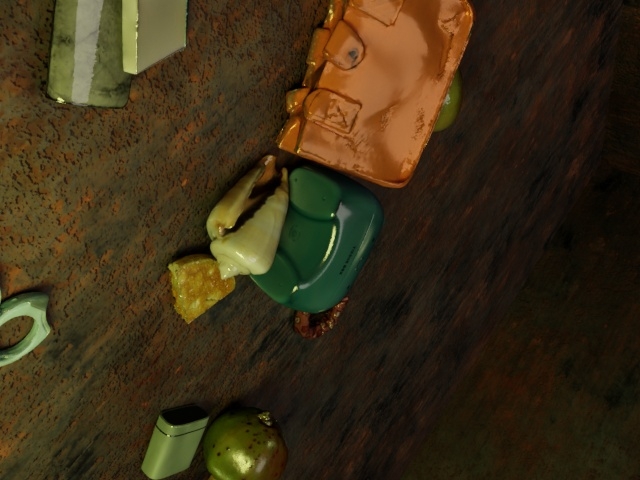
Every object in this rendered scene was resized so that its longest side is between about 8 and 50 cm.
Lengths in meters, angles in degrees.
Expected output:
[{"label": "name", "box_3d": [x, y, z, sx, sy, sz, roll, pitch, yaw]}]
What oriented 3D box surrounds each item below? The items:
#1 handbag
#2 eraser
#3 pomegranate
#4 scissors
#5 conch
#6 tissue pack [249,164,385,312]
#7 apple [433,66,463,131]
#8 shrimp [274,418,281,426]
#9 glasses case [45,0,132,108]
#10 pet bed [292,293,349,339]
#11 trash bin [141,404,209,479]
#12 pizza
[{"label": "handbag", "box_3d": [0.113, -0.326, 1.128, 0.303, 0.116, 0.410, 16, 100, -34]}, {"label": "eraser", "box_3d": [-0.221, -0.295, 0.781, 0.150, 0.023, 0.104, -65, 170, -55]}, {"label": "pomegranate", "box_3d": [-0.187, 0.498, 1.306, 0.246, 0.198, 0.198, -46, 144, -26]}, {"label": "scissors", "box_3d": [-0.523, 0.204, 0.779, 0.360, 0.029, 0.191, -56, 148, -11]}, {"label": "conch", "box_3d": [-0.140, -0.038, 1.091, 0.158, 0.127, 0.255, 46, 47, -31]}, {"label": "tissue pack", "box_3d": [0.000, 0.000, 1.200, 0.206, 0.198, 0.287, 15, 104, -51]}, {"label": "apple", "box_3d": [0.246, -0.354, 1.341, 0.207, 0.173, 0.188, -44, 149, -54]}, {"label": "shrimp", "box_3d": [-0.188, 0.577, 1.464, 0.152, 0.063, 0.287, -37, -168, 39]}, {"label": "glasses case", "box_3d": [-0.278, -0.320, 0.718, 0.114, 0.060, 0.299, -12, 122, -52]}, {"label": "pet bed", "box_3d": [0.004, 0.164, 1.469, 0.201, 0.053, 0.201, -36, 144, -32]}, {"label": "trash bin", "box_3d": [-0.305, 0.422, 1.214, 0.116, 0.059, 0.130, 6, 109, -55]}, {"label": "pizza", "box_3d": [-0.235, 0.085, 1.081, 0.134, 0.046, 0.175, -59, 147, -8]}]
